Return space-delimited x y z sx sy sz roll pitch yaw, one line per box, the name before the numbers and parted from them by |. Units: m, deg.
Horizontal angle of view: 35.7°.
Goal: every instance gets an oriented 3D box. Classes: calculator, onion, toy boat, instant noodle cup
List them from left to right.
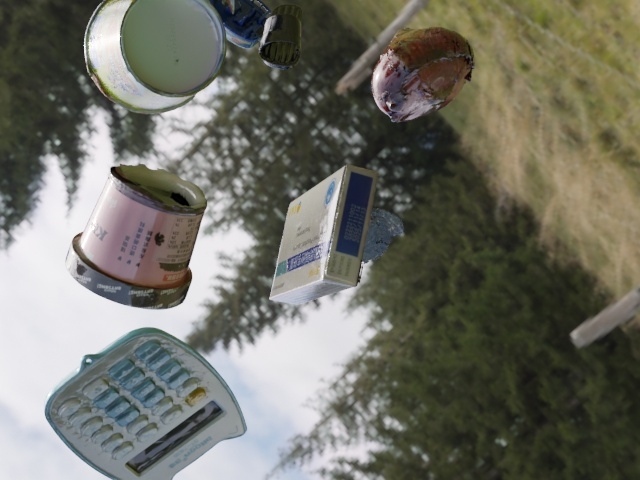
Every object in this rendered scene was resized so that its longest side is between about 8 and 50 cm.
calculator | -0.282 0.275 1.616 0.054 0.256 0.386 52 176 39
instant noodle cup | -0.232 -0.285 1.465 0.205 0.205 0.153 44 168 -23
toy boat | -0.151 -0.399 1.596 0.175 0.091 0.110 39 147 2
onion | 0.160 -0.286 1.643 0.184 0.184 0.147 35 -156 -56

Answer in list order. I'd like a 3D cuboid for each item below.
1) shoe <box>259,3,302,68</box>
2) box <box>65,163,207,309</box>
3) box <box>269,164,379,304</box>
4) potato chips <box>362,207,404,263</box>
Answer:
shoe | -0.056 -0.313 1.447 0.159 0.062 0.053 -84 -4 -46
box | -0.209 -0.011 1.177 0.151 0.135 0.151 21 -161 -8
box | 0.000 0.000 1.751 0.065 0.200 0.343 15 167 -15
potato chips | 0.093 0.000 2.073 0.142 0.209 0.026 46 -142 -39
